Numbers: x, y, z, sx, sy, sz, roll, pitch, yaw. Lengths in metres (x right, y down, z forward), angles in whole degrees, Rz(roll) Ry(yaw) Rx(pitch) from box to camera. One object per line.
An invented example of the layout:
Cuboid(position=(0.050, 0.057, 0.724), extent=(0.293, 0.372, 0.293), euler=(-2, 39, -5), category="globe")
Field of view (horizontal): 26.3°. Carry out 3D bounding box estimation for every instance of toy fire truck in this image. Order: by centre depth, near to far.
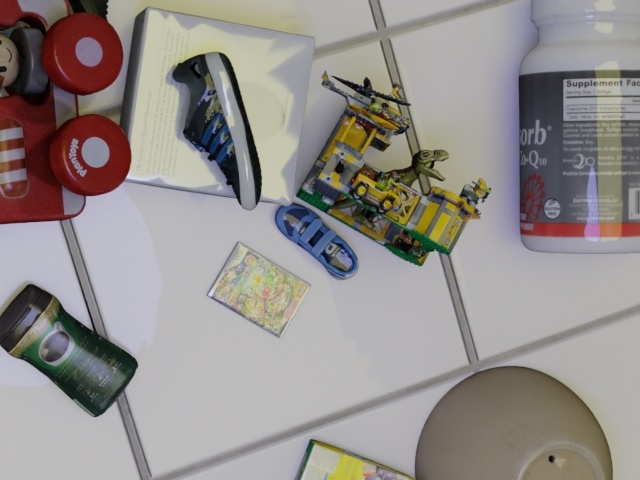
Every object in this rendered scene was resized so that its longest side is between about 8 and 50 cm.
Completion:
Cuboid(position=(-0.386, -0.161, 1.679), extent=(0.253, 0.169, 0.302), euler=(-6, 91, -37), category="toy fire truck")

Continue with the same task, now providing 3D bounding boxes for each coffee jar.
Cuboid(position=(-0.337, 0.143, 1.797), extent=(0.184, 0.079, 0.096), euler=(41, 85, -15), category="coffee jar")

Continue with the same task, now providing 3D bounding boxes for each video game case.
Cuboid(position=(-0.085, 0.069, 1.897), extent=(0.122, 0.011, 0.087), euler=(31, 85, -14), category="video game case")

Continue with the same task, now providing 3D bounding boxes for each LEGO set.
Cuboid(position=(0.107, -0.105, 1.801), extent=(0.255, 0.331, 0.192), euler=(29, 83, 6), category="LEGO set")

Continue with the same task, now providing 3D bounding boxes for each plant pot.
Cuboid(position=(0.296, 0.330, 1.922), extent=(0.284, 0.191, 0.284), euler=(-1, 93, -14), category="plant pot")

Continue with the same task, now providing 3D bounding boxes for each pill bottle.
Cuboid(position=(0.381, -0.167, 1.908), extent=(0.210, 0.210, 0.363), euler=(-2, 93, -15), category="pill bottle")

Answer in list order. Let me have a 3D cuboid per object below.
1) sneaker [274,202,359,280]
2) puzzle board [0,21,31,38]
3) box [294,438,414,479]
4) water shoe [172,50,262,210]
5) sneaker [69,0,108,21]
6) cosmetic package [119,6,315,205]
Cuboid(position=(0.000, 0.000, 1.891), extent=(0.144, 0.059, 0.053), euler=(40, 85, -13), category="sneaker")
Cuboid(position=(-0.422, -0.286, 1.763), extent=(0.128, 0.011, 0.096), euler=(-27, 127, -12), category="puzzle board")
Cuboid(position=(0.052, 0.358, 1.928), extent=(0.179, 0.043, 0.105), euler=(22, 87, -9), category="box")
Cuboid(position=(-0.129, -0.132, 1.712), extent=(0.080, 0.073, 0.203), euler=(-13, 93, 8), category="water shoe")
Cuboid(position=(-0.292, -0.333, 1.792), extent=(0.089, 0.051, 0.170), euler=(-41, 122, -31), category="sneaker")
Cuboid(position=(-0.145, -0.173, 1.801), extent=(0.224, 0.138, 0.224), euler=(9, 91, -17), category="cosmetic package")
